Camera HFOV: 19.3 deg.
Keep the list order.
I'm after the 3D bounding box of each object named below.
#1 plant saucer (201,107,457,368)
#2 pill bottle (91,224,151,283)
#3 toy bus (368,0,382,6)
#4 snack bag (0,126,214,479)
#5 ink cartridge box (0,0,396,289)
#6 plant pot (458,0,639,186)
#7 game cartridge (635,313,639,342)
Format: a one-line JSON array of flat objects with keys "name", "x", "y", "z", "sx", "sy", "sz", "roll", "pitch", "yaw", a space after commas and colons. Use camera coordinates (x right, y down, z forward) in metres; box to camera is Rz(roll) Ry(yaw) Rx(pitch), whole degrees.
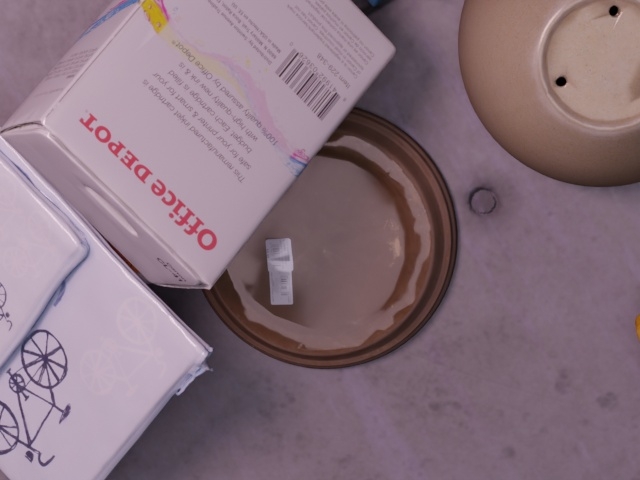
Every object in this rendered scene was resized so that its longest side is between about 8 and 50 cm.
[{"name": "plant saucer", "x": 0.000, "y": 0.000, "z": 1.912, "sx": 0.278, "sy": 0.041, "sz": 0.278, "roll": 1, "pitch": 102, "yaw": 6}, {"name": "pill bottle", "x": -0.187, "y": -0.074, "z": 1.876, "sx": 0.121, "sy": 0.121, "sz": 0.216, "roll": 12, "pitch": 103, "yaw": 4}, {"name": "toy bus", "x": 0.039, "y": -0.321, "z": 1.779, "sx": 0.191, "sy": 0.104, "sz": 0.202, "roll": 37, "pitch": 128, "yaw": 6}, {"name": "snack bag", "x": -0.303, "y": 0.099, "z": 1.887, "sx": 0.342, "sy": 0.037, "sz": 0.323, "roll": 45, "pitch": 122, "yaw": 9}, {"name": "ink cartridge box", "x": -0.112, "y": -0.140, "z": 1.758, "sx": 0.226, "sy": 0.131, "sz": 0.306, "roll": 46, "pitch": 71, "yaw": -20}, {"name": "plant pot", "x": 0.268, "y": -0.178, "z": 1.767, "sx": 0.284, "sy": 0.191, "sz": 0.284, "roll": 1, "pitch": 101, "yaw": 6}, {"name": "game cartridge", "x": 0.492, "y": 0.179, "z": 1.849, "sx": 0.285, "sy": 0.053, "sz": 0.324, "roll": -19, "pitch": 110, "yaw": 13}]
